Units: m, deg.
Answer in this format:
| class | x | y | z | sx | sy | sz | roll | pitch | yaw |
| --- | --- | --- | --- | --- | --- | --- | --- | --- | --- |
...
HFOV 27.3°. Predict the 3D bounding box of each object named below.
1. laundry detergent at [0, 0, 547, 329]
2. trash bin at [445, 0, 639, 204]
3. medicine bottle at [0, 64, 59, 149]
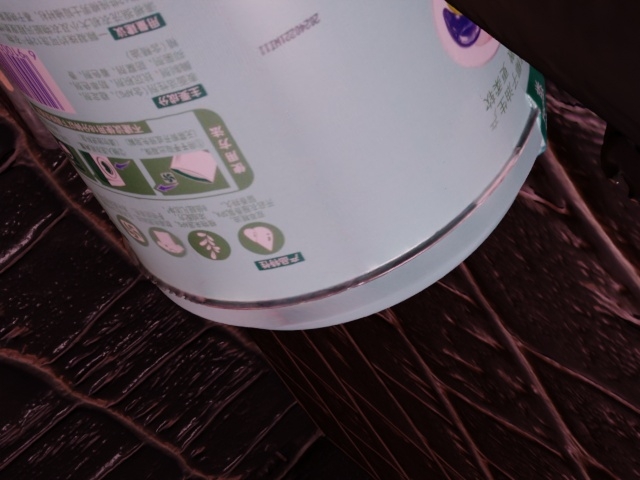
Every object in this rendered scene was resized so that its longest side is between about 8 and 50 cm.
| class | x | y | z | sx | sy | sz | roll | pitch | yaw |
| --- | --- | --- | --- | --- | --- | --- | --- | --- | --- |
| laundry detergent | -0.030 | -0.120 | 0.776 | 0.287 | 0.287 | 0.305 | 39 | 164 | 48 |
| trash bin | 0.094 | -0.150 | 0.387 | 0.301 | 0.203 | 0.252 | 45 | 128 | 35 |
| medicine bottle | -0.150 | -0.209 | 1.012 | 0.165 | 0.273 | 0.165 | 49 | 171 | 11 |
